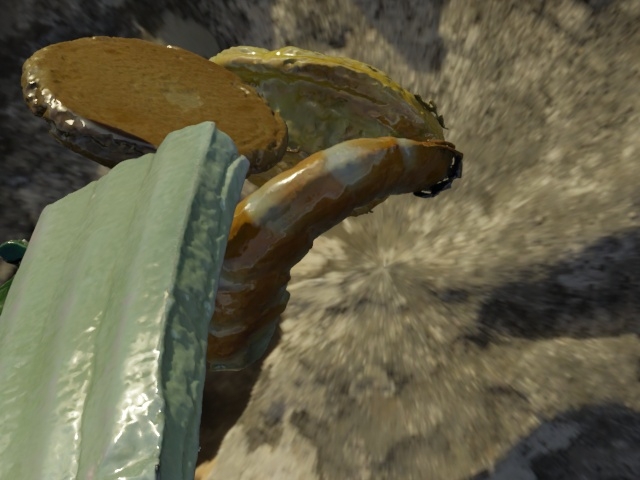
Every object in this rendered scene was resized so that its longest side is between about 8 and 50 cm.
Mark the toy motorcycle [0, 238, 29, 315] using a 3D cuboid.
[{"bbox_3d":[-0.267,0.105,1.282,0.125,0.187,0.274,45,106,-7],"label":"toy motorcycle"}]

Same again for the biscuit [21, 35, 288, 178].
[{"bbox_3d":[-0.136,-0.107,1.326,0.226,0.226,0.042,19,118,2],"label":"biscuit"}]

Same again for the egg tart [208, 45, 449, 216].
[{"bbox_3d":[-0.006,-0.113,1.739,0.288,0.288,0.118,20,73,2],"label":"egg tart"}]

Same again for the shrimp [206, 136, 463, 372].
[{"bbox_3d":[0.000,0.000,0.874,0.166,0.161,0.049,-24,62,-31],"label":"shrimp"}]

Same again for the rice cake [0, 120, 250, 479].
[{"bbox_3d":[-0.100,0.049,0.723,0.127,0.237,0.043,-26,125,24],"label":"rice cake"}]
